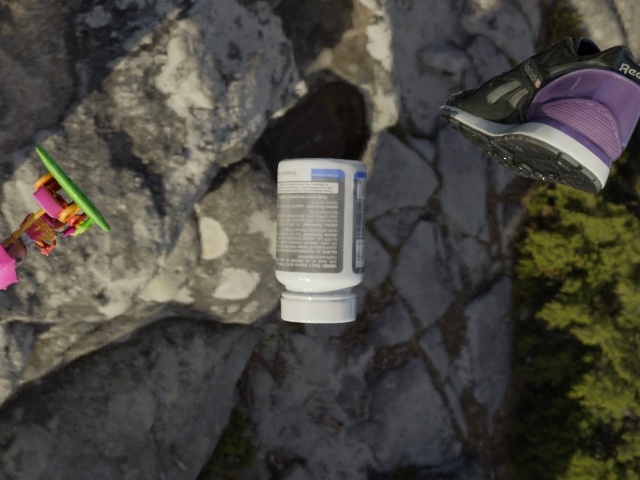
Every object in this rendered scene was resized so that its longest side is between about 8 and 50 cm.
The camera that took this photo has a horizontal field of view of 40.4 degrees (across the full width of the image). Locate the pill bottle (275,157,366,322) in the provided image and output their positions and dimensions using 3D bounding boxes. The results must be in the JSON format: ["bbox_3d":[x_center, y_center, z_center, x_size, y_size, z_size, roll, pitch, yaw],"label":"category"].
[{"bbox_3d":[0.000,0.000,0.750,0.078,0.078,0.137,1,91,-42],"label":"pill bottle"}]

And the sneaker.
[{"bbox_3d":[0.217,-0.130,0.832,0.107,0.283,0.124,34,93,-21],"label":"sneaker"}]

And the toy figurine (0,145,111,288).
[{"bbox_3d":[-0.352,-0.011,1.045,0.159,0.173,0.130,-40,89,-8],"label":"toy figurine"}]
